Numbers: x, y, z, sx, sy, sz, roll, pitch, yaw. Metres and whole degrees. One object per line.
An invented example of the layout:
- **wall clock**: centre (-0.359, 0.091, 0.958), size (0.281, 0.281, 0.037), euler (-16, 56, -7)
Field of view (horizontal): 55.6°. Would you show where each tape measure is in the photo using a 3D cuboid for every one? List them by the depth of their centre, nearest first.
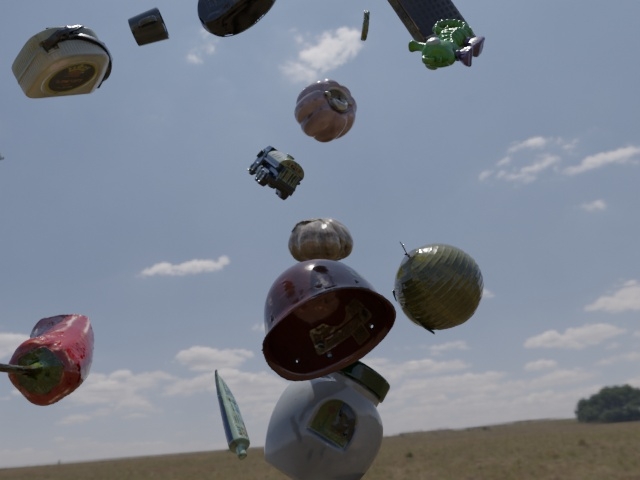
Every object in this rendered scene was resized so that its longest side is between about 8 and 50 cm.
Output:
- **tape measure**: centre (-0.692, -0.509, 1.695), size (0.231, 0.132, 0.271), euler (-32, -5, 36)

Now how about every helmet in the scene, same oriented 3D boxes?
- **helmet**: centre (-0.014, 0.167, 1.559), size (0.338, 0.230, 0.385), euler (-39, -41, 13)

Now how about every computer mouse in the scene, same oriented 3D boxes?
- **computer mouse**: centre (-0.165, -0.542, 1.329), size (0.233, 0.137, 0.096), euler (-31, -32, 24)

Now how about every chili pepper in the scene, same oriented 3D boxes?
- **chili pepper**: centre (-0.489, 0.231, 1.101), size (0.135, 0.131, 0.338), euler (-2, 6, -14)

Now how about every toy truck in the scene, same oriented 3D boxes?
- **toy truck**: centre (-0.095, -0.151, 1.311), size (0.074, 0.088, 0.201), euler (31, 6, -24)

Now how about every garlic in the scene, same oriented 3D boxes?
- **garlic**: centre (-0.004, 0.000, 2.017), size (0.228, 0.152, 0.228), euler (-2, -3, 0)

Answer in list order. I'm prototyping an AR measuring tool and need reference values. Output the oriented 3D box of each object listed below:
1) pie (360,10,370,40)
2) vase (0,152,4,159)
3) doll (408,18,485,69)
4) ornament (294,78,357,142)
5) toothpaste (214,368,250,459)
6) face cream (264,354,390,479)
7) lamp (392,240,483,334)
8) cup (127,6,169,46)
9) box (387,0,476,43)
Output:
- **pie**: centre (0.128, -0.611, 1.728), size (0.020, 0.084, 0.084), euler (7, -20, 0)
- **vase**: centre (-0.629, -0.254, 0.920), size (0.245, 0.291, 0.245), euler (-2, 10, 0)
- **doll**: centre (0.210, -0.326, 1.006), size (0.115, 0.190, 0.050), euler (19, -48, 19)
- **ornament**: centre (0.019, -0.373, 1.730), size (0.178, 0.177, 0.177), euler (-4, -20, -1)
- **toothpaste**: centre (-0.211, 0.411, 1.434), size (0.069, 0.268, 0.047), euler (35, -79, -31)
- **face cream**: centre (0.024, 0.513, 1.709), size (0.313, 0.357, 0.219), euler (31, -21, 3)
- **lamp**: centre (0.302, 0.110, 1.654), size (0.284, 0.250, 0.250), euler (45, -37, -11)
- **cup**: centre (-0.415, -0.514, 1.459), size (0.077, 0.078, 0.100), euler (-20, 4, -3)
- **box**: centre (0.311, -0.664, 1.767), size (0.180, 0.324, 0.047), euler (-30, -6, -28)
